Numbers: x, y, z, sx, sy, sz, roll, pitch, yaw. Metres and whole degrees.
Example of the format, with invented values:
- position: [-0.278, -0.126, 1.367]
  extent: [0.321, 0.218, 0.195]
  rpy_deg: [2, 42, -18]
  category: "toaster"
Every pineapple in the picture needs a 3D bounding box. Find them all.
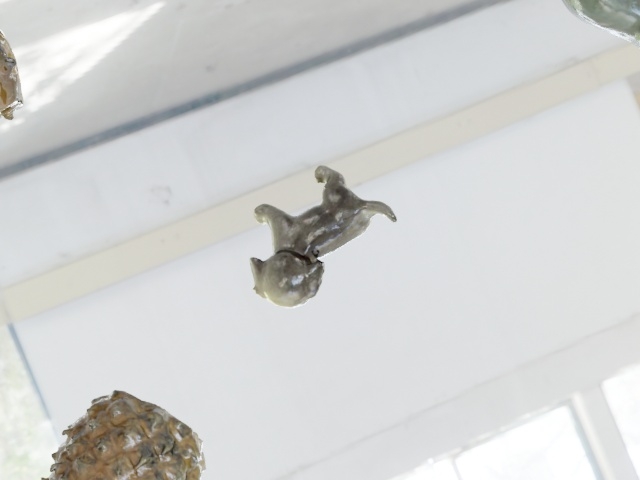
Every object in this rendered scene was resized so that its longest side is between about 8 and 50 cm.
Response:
- position: [-0.177, 0.223, 0.708]
  extent: [0.119, 0.111, 0.237]
  rpy_deg: [-17, -149, 44]
  category: "pineapple"

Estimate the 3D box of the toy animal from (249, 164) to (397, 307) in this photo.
- position: [-0.013, 0.000, 1.550]
  extent: [0.233, 0.121, 0.168]
  rpy_deg: [-40, -142, -5]
  category: "toy animal"

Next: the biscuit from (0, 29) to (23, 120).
- position: [-0.373, -0.098, 0.766]
  extent: [0.299, 0.045, 0.154]
  rpy_deg: [-21, 151, 3]
  category: "biscuit"

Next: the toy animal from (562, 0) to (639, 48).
- position: [0.323, -0.188, 0.874]
  extent: [0.125, 0.251, 0.127]
  rpy_deg: [-46, -171, 44]
  category: "toy animal"
